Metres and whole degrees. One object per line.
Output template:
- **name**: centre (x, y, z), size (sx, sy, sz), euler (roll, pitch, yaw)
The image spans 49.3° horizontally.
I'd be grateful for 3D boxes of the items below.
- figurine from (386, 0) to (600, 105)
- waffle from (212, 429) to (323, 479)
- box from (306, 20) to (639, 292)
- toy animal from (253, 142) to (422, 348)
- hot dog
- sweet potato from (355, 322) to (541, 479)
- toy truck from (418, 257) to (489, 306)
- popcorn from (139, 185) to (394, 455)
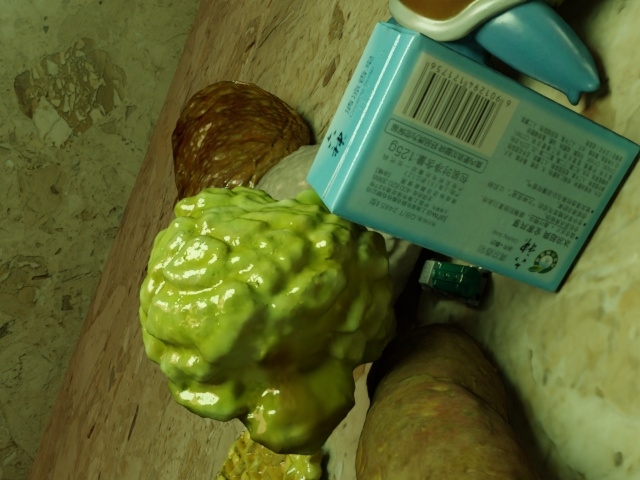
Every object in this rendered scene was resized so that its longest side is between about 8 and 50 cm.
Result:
- **figurine**: centre (0.185, -0.284, 0.661), size (0.298, 0.242, 0.416), euler (-120, 32, -46)
- **waffle**: centre (-0.078, 0.334, 0.921), size (0.280, 0.060, 0.262), euler (-33, 43, 51)
- **box**: centre (0.123, -0.062, 0.569), size (0.143, 0.232, 0.083), euler (-65, 26, 15)
- **toy animal**: centre (-0.003, 0.001, 0.835), size (0.358, 0.188, 0.227), euler (-13, 56, 61)
- **hot dog**: centre (-0.143, -0.114, 1.171), size (0.267, 0.174, 0.388), euler (-49, 34, 21)
- **sweet potato**: centre (0.084, 0.163, 0.495), size (0.337, 0.131, 0.131), euler (-56, -9, -77)
- **toy truck**: centre (0.133, 0.039, 0.704), size (0.083, 0.044, 0.039), euler (10, 79, 64)
- **popcorn**: centre (-0.039, 0.077, 0.605), size (0.237, 0.205, 0.252), euler (-76, -17, -65)
